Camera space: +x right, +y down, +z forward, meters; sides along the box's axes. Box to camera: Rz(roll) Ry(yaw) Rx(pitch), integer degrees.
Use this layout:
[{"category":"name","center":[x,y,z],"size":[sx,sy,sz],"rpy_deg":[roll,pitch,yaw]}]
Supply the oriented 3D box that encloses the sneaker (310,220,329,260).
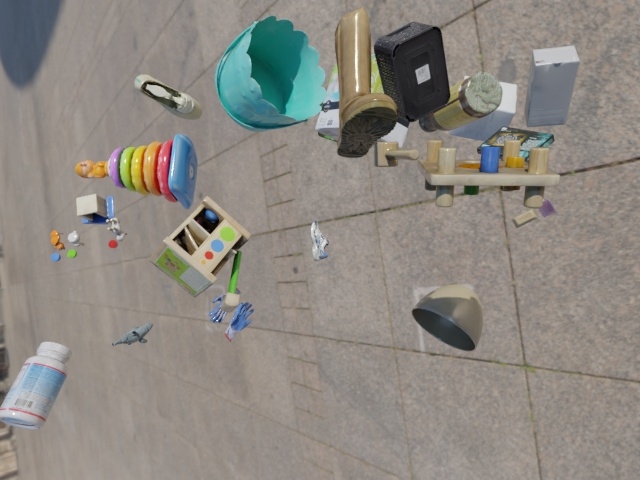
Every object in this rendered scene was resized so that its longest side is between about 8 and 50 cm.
[{"category":"sneaker","center":[0.000,0.000,1.527],"size":[0.052,0.058,0.135],"rpy_deg":[41,-137,-81]}]

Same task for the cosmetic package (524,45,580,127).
[{"category":"cosmetic package","center":[0.740,-0.492,1.476],"size":[0.238,0.127,0.107],"rpy_deg":[76,-159,-46]}]

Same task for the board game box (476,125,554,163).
[{"category":"board game box","center":[0.588,-0.291,1.390],"size":[0.186,0.126,0.026],"rpy_deg":[37,162,56]}]

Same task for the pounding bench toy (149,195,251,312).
[{"category":"pounding bench toy","center":[-0.091,0.014,0.402],"size":[0.083,0.065,0.052],"rpy_deg":[43,144,-10]}]

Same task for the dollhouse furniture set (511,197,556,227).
[{"category":"dollhouse furniture set","center":[0.615,-0.092,1.343],"size":[0.114,0.081,0.091],"rpy_deg":[-30,73,23]}]

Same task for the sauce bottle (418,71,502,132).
[{"category":"sauce bottle","center":[0.371,-0.369,1.277],"size":[0.344,0.112,0.111],"rpy_deg":[-156,63,-79]}]

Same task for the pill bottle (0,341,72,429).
[{"category":"pill bottle","center":[-0.581,0.297,0.943],"size":[0.087,0.087,0.160],"rpy_deg":[-46,27,47]}]

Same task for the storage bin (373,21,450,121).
[{"category":"storage bin","center":[0.205,-0.372,1.013],"size":[0.084,0.122,0.180],"rpy_deg":[52,168,51]}]

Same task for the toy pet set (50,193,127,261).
[{"category":"toy pet set","center":[-0.415,-0.021,0.835],"size":[0.065,0.122,0.114],"rpy_deg":[63,-164,-75]}]

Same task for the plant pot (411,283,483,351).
[{"category":"plant pot","center":[0.542,0.288,1.857],"size":[0.284,0.191,0.284],"rpy_deg":[33,160,14]}]

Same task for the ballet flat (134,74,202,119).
[{"category":"ballet flat","center":[-0.503,-0.478,1.546],"size":[0.086,0.248,0.086],"rpy_deg":[-23,59,43]}]

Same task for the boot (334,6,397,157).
[{"category":"boot","center":[0.073,-0.321,0.877],"size":[0.236,0.089,0.269],"rpy_deg":[150,122,-72]}]

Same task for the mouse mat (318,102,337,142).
[{"category":"mouse mat","center":[0.048,-0.580,2.218],"size":[0.007,0.153,0.189],"rpy_deg":[-5,81,49]}]

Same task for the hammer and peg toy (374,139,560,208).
[{"category":"hammer and peg toy","center":[0.302,-0.152,1.020],"size":[0.266,0.362,0.127],"rpy_deg":[-75,-15,-72]}]

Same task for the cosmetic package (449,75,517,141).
[{"category":"cosmetic package","center":[0.567,-0.455,1.596],"size":[0.151,0.184,0.151],"rpy_deg":[92,-166,-57]}]

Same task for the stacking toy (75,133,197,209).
[{"category":"stacking toy","center":[-0.483,-0.183,1.188],"size":[0.175,0.302,0.165],"rpy_deg":[91,180,-74]}]

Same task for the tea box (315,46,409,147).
[{"category":"tea box","center":[0.189,-0.551,1.799],"size":[0.329,0.220,0.323],"rpy_deg":[18,91,56]}]

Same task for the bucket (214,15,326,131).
[{"category":"bucket","center":[-0.140,-0.437,1.250],"size":[0.183,0.281,0.281],"rpy_deg":[-10,87,46]}]

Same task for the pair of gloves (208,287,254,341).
[{"category":"pair of gloves","center":[-0.319,0.260,1.649],"size":[0.023,0.159,0.198],"rpy_deg":[6,137,37]}]

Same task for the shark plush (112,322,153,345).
[{"category":"shark plush","center":[-0.704,0.348,1.701],"size":[0.067,0.161,0.073],"rpy_deg":[-43,67,30]}]
